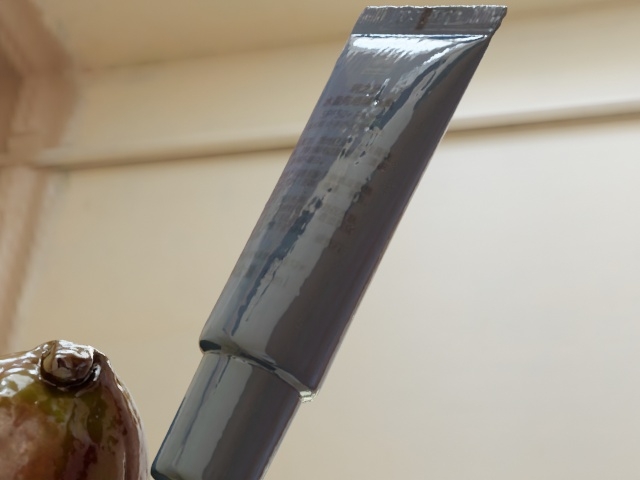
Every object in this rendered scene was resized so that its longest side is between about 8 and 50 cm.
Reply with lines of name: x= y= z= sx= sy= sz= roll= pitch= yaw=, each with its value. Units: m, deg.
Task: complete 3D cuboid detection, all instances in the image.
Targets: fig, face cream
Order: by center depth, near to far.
face cream: x=0.000 y=0.000 z=1.228 sx=0.086 sy=0.135 sz=0.385 roll=42 pitch=-114 yaw=-39
fig: x=-0.235 y=0.200 z=1.342 sx=0.263 sy=0.224 sz=0.224 roll=-40 pitch=-40 yaw=-11
